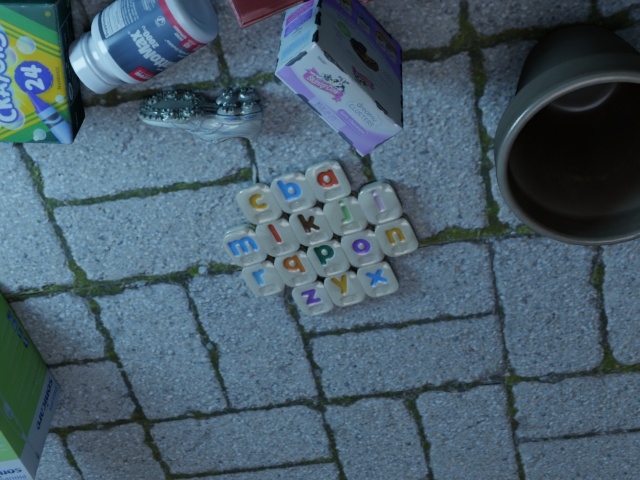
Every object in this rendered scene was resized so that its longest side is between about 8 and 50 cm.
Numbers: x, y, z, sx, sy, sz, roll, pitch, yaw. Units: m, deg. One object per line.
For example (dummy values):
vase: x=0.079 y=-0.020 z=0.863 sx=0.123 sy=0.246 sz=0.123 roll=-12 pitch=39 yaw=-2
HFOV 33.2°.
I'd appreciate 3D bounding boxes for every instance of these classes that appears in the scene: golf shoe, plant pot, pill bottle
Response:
golf shoe: x=-0.168 y=-0.164 z=1.511 sx=0.176 sy=0.069 sz=0.086 roll=1 pitch=136 yaw=3
plant pot: x=0.349 y=-0.161 z=1.382 sx=0.263 sy=0.229 sz=0.263 roll=2 pitch=130 yaw=2
pill bottle: x=-0.233 y=-0.267 z=1.398 sx=0.180 sy=0.108 sz=0.108 roll=-27 pitch=124 yaw=23

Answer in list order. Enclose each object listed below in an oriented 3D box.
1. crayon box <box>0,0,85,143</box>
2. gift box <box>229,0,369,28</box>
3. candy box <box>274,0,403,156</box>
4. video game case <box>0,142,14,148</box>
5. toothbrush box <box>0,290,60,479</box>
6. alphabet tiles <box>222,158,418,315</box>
crayon box: x=-0.493 y=-0.238 z=1.437 sx=0.323 sy=0.083 sz=0.203 roll=2 pitch=124 yaw=1
gift box: x=-0.009 y=-0.374 z=1.171 sx=0.276 sy=0.258 sz=0.255 roll=-19 pitch=103 yaw=-1
candy box: x=0.028 y=-0.228 z=1.361 sx=0.070 sy=0.196 sz=0.165 roll=-33 pitch=121 yaw=28
video game case: x=-0.476 y=-0.191 z=1.534 sx=0.087 sy=0.011 sz=0.122 roll=14 pitch=129 yaw=-8
toothbrush box: x=-0.556 y=0.236 z=1.768 sx=0.122 sy=0.206 sz=0.283 roll=-12 pitch=129 yaw=11
alphabet tiles: x=0.000 y=0.000 z=1.667 sx=0.284 sy=0.021 sz=0.278 roll=-17 pitch=127 yaw=16
